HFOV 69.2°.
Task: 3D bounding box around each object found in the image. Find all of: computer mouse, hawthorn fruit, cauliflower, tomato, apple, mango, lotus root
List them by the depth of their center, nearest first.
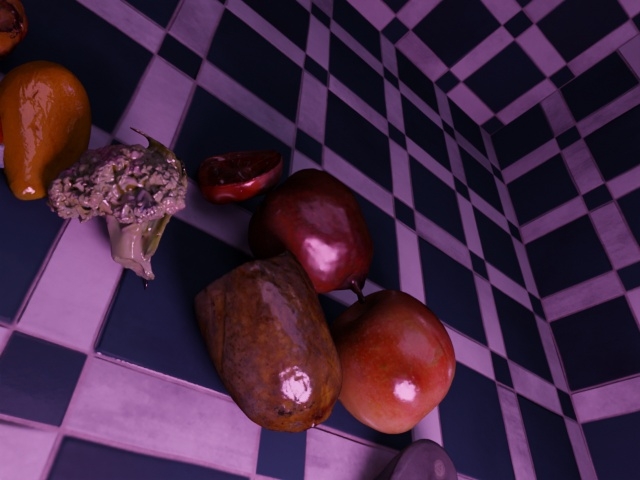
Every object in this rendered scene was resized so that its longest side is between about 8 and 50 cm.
[{"bbox_3d":[-0.536,-0.219,0.896,0.176,0.119,0.316,26,55,-56],"label":"mango"},{"bbox_3d":[-0.366,-0.055,0.900,0.239,0.256,0.315,-5,95,-69],"label":"cauliflower"},{"bbox_3d":[-0.095,0.216,0.950,0.250,0.250,0.346,-20,84,-52],"label":"lotus root"},{"bbox_3d":[0.179,0.610,1.037,0.188,0.122,0.371,54,44,5],"label":"computer mouse"},{"bbox_3d":[0.158,0.274,1.116,0.277,0.319,0.319,48,37,-2],"label":"apple"},{"bbox_3d":[-0.013,-0.018,1.159,0.325,0.308,0.308,19,45,-7],"label":"hawthorn fruit"},{"bbox_3d":[-0.203,-0.150,1.170,0.228,0.228,0.101,-52,141,-52],"label":"tomato"}]

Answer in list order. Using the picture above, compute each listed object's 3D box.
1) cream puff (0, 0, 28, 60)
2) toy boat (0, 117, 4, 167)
[{"bbox_3d":[-0.688,-0.432,0.866,0.240,0.164,0.240,37,25,-21],"label":"cream puff"},{"bbox_3d":[-0.610,-0.159,0.628,0.145,0.133,0.332,22,7,33],"label":"toy boat"}]
